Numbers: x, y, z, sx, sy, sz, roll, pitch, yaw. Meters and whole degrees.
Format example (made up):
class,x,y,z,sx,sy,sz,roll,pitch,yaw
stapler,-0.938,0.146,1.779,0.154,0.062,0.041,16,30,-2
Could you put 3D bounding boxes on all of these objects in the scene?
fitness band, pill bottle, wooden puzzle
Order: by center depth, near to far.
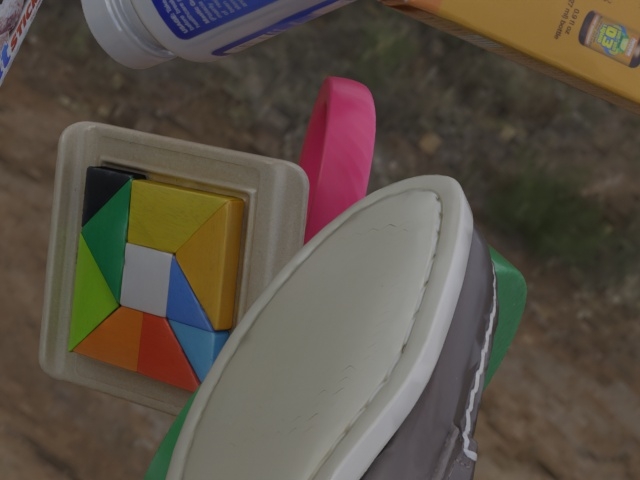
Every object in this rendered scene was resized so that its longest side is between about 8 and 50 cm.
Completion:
class,x,y,z,sx,sy,sz,roll,pitch,yaw
wooden puzzle,-0.126,0.029,1.521,0.239,0.221,0.044,12,10,32
pill bottle,-0.076,-0.245,1.664,0.152,0.272,0.152,27,54,-45
fitness band,0.000,0.000,1.687,0.054,0.291,0.209,10,16,-6

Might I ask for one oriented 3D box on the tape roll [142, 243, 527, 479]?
class,x,y,z,sx,sy,sz,roll,pitch,yaw
tape roll,0.010,0.123,1.323,0.077,0.321,0.321,42,33,19

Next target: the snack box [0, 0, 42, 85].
class,x,y,z,sx,sy,sz,roll,pitch,yaw
snack box,-0.214,-0.120,1.201,0.022,0.064,0.178,13,56,9

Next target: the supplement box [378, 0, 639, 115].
class,x,y,z,sx,sy,sz,roll,pitch,yaw
supplement box,0.162,-0.151,1.294,0.233,0.078,0.080,22,0,-12

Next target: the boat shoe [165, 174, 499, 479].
class,x,y,z,sx,sy,sz,roll,pitch,yaw
boat shoe,0.000,0.121,0.712,0.097,0.116,0.324,44,53,-29
